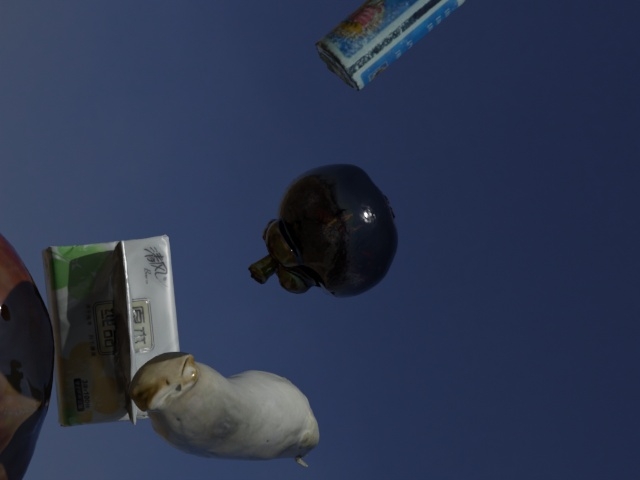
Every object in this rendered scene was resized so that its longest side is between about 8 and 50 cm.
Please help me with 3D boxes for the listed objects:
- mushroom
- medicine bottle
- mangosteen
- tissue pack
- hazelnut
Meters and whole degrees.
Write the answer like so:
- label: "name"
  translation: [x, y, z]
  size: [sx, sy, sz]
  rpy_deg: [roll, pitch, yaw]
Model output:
- label: "mushroom"
  translation: [-0.100, 0.189, 1.763]
  size: [0.109, 0.351, 0.097]
  rpy_deg: [-46, -117, 10]
- label: "medicine bottle"
  translation: [0.083, -0.190, 1.227]
  size: [0.051, 0.191, 0.051]
  rpy_deg: [50, -5, 6]
- label: "mangosteen"
  translation: [0.000, 0.000, 1.565]
  size: [0.137, 0.151, 0.137]
  rpy_deg: [63, -3, 6]
- label: "tissue pack"
  translation: [-0.257, 0.114, 2.025]
  size: [0.145, 0.159, 0.229]
  rpy_deg: [160, -75, -79]
- label: "hazelnut"
  translation: [-0.460, 0.130, 1.753]
  size: [0.366, 0.365, 0.366]
  rpy_deg: [25, -62, 60]
